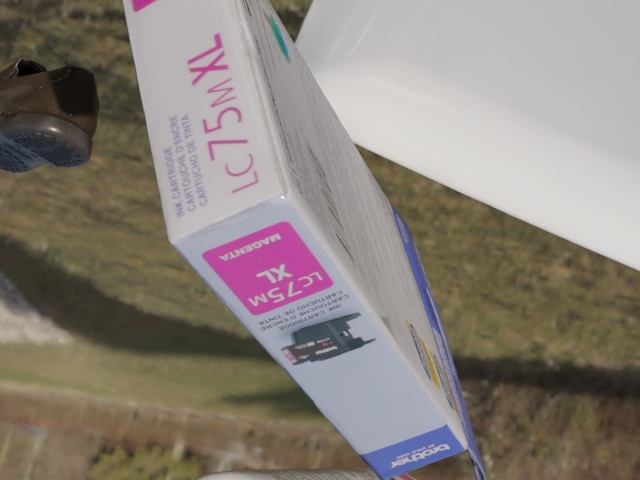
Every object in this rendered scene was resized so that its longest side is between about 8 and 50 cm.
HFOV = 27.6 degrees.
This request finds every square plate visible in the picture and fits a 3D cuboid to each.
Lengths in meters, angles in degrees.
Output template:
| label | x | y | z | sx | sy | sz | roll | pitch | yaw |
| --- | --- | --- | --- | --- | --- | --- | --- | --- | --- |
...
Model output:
| label | x | y | z | sx | sy | sz | roll | pitch | yaw |
| --- | --- | --- | --- | --- | --- | --- | --- | --- | --- |
| square plate | 0.171 | -0.095 | 0.630 | 0.347 | 0.049 | 0.344 | 24 | 153 | -2 |

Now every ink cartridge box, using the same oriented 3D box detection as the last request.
| label | x | y | z | sx | sy | sz | roll | pitch | yaw |
| --- | --- | --- | --- | --- | --- | --- | --- | --- | --- |
| ink cartridge box | 0.000 | 0.000 | 0.675 | 0.065 | 0.186 | 0.311 | -24 | 142 | 12 |

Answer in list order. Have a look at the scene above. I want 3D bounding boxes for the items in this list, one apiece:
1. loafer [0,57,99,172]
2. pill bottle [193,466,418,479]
| label | x | y | z | sx | sy | sz | roll | pitch | yaw |
| --- | --- | --- | --- | --- | --- | --- | --- | --- | --- |
| loafer | -0.241 | -0.105 | 1.062 | 0.220 | 0.078 | 0.080 | 8 | 159 | 46 |
| pill bottle | -0.030 | 0.251 | 0.974 | 0.160 | 0.160 | 0.283 | -1 | 172 | 38 |
